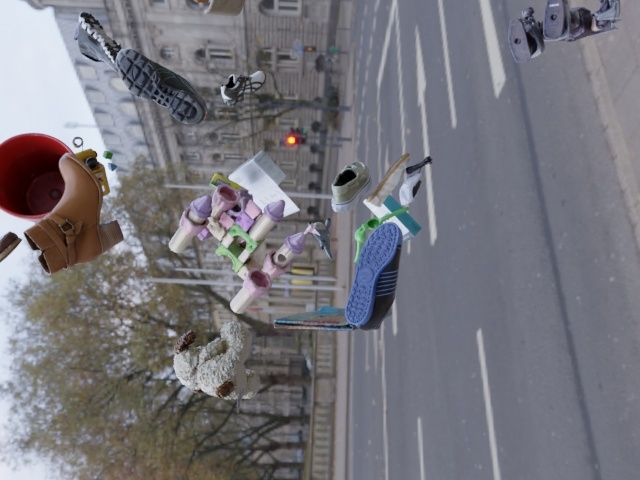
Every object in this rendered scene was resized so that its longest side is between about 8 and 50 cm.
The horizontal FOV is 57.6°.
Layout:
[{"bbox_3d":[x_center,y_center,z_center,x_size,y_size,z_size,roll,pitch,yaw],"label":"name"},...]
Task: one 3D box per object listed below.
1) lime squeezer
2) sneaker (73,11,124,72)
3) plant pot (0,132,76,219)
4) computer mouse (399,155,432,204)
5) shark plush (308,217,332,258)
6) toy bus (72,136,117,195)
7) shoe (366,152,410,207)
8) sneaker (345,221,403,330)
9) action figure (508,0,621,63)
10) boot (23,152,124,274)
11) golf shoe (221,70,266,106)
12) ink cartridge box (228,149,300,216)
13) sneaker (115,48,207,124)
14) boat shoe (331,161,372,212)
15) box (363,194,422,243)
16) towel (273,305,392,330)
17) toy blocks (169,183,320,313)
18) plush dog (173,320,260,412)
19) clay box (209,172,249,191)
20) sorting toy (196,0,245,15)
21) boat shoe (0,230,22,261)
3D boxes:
[{"bbox_3d":[0.202,-0.032,2.225,0.310,0.110,0.058,-48,23,23],"label":"lime squeezer"},{"bbox_3d":[-0.673,-0.578,1.776,0.106,0.234,0.078,-45,-11,25],"label":"sneaker"},{"bbox_3d":[-0.861,-0.168,1.821,0.243,0.275,0.274,123,150,-76],"label":"plant pot"},{"bbox_3d":[0.303,-0.197,1.922,0.106,0.042,0.193,-19,37,45],"label":"computer mouse"},{"bbox_3d":[0.000,0.000,1.834,0.161,0.073,0.067,83,-172,-45],"label":"shark plush"},{"bbox_3d":[-0.846,-0.252,2.156,0.190,0.104,0.202,-60,-33,1],"label":"toy bus"},{"bbox_3d":[0.244,-0.206,2.001,0.219,0.058,0.076,-51,5,19],"label":"shoe"},{"bbox_3d":[0.125,0.078,1.233,0.090,0.081,0.232,31,-100,-50],"label":"sneaker"},{"bbox_3d":[0.458,-0.414,1.101,0.285,0.185,0.099,-30,-74,-46],"label":"action figure"},{"bbox_3d":[-0.670,-0.068,1.512,0.109,0.220,0.283,-4,112,48],"label":"boot"},{"bbox_3d":[-0.282,-0.581,2.141,0.198,0.077,0.093,-45,-44,-23],"label":"golf shoe"},{"bbox_3d":[-0.194,-0.190,2.114,0.060,0.239,0.275,-51,16,-23],"label":"ink cartridge box"},{"bbox_3d":[-0.412,-0.402,1.528,0.101,0.267,0.106,-47,11,24],"label":"sneaker"},{"bbox_3d":[0.105,-0.197,1.902,0.302,0.109,0.094,-66,-25,-56],"label":"boat shoe"},{"bbox_3d":[0.293,-0.105,2.379,0.060,0.244,0.100,-44,1,-27],"label":"box"},{"bbox_3d":[0.052,0.244,1.853,0.370,0.272,0.040,1,-94,-66],"label":"towel"},{"bbox_3d":[-0.166,-0.036,1.489,0.260,0.288,0.309,-50,-5,33],"label":"toy blocks"},{"bbox_3d":[-0.322,0.377,1.688,0.210,0.226,0.262,-48,-44,-56],"label":"plush dog"},{"bbox_3d":[-0.316,-0.181,2.013,0.053,0.128,0.222,-63,12,-2],"label":"clay box"},{"bbox_3d":[-0.284,-0.795,1.770,0.229,0.041,0.307,-58,-6,25],"label":"sorting toy"},{"bbox_3d":[-0.728,0.031,1.265,0.073,0.207,0.073,50,-150,-16],"label":"boat shoe"}]
